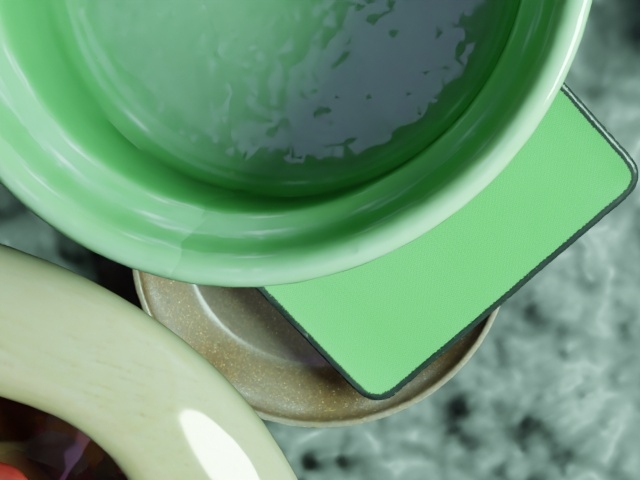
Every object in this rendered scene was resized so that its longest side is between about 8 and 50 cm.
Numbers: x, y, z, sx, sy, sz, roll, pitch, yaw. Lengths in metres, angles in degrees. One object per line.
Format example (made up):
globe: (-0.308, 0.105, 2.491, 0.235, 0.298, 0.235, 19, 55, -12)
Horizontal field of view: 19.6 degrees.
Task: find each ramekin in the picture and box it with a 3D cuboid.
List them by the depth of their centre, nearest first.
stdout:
ramekin: (-0.024, -0.136, 0.852, 0.303, 0.148, 0.303, 1, 95, 9)

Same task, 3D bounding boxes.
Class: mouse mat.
mouse mat: (0.047, -0.025, 0.948, 0.190, 0.007, 0.152, -41, 101, 11)

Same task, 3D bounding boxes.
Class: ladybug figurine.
ladybug figurine: (-0.219, 0.126, 0.946, 0.449, 0.162, 0.305, 18, 104, -5)

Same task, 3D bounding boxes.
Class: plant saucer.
plant saucer: (0.000, 0.000, 0.976, 0.199, 0.036, 0.198, 0, 106, 0)
